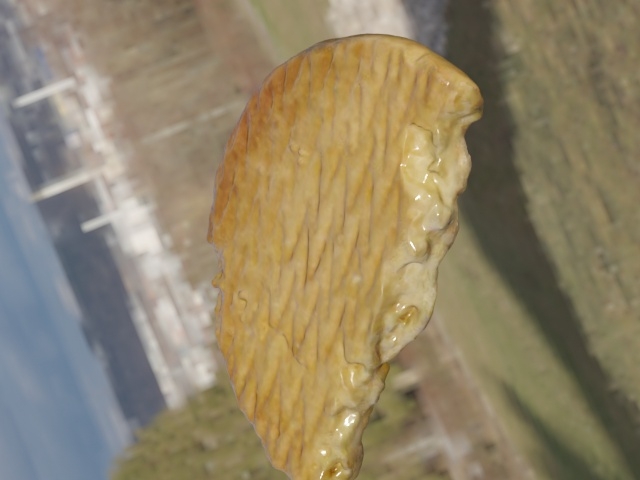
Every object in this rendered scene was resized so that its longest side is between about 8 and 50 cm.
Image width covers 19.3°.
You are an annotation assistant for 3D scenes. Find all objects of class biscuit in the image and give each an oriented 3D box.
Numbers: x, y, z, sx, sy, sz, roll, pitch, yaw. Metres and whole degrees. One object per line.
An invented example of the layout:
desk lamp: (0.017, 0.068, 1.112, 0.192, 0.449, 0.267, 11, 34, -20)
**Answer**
biscuit: (0.001, 0.000, 0.889, 0.144, 0.033, 0.224, 36, 120, 40)
